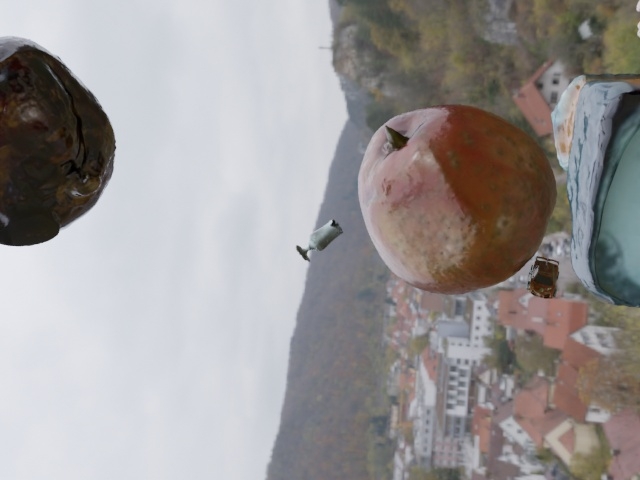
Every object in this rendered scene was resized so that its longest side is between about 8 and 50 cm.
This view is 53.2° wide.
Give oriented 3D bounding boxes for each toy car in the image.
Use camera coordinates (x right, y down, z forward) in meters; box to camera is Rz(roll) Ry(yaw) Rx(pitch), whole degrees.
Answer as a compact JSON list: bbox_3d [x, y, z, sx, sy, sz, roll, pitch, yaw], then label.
[{"bbox_3d":[0.451,0.077,1.294,0.122,0.059,0.035,-49,-30,-55],"label":"toy car"}]

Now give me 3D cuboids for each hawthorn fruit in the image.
[{"bbox_3d":[0.250,-0.101,1.283,0.403,0.403,0.402,4,-90,-84],"label":"hawthorn fruit"}]

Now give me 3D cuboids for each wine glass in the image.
[{"bbox_3d":[0.000,0.000,1.097,0.042,0.083,0.039,45,-167,-32],"label":"wine glass"}]

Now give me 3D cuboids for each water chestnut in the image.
[{"bbox_3d":[-0.531,-0.181,1.073,0.335,0.347,0.335,-39,-25,-23],"label":"water chestnut"}]

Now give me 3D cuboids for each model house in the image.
[{"bbox_3d":[0.321,-0.066,0.573,0.291,0.253,0.184,-85,-5,-70],"label":"model house"}]

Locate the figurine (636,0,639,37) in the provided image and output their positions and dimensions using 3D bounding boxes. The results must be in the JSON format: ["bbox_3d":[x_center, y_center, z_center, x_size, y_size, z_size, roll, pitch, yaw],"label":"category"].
[{"bbox_3d":[0.275,-0.180,0.446,0.098,0.081,0.146,-66,-18,2],"label":"figurine"}]
